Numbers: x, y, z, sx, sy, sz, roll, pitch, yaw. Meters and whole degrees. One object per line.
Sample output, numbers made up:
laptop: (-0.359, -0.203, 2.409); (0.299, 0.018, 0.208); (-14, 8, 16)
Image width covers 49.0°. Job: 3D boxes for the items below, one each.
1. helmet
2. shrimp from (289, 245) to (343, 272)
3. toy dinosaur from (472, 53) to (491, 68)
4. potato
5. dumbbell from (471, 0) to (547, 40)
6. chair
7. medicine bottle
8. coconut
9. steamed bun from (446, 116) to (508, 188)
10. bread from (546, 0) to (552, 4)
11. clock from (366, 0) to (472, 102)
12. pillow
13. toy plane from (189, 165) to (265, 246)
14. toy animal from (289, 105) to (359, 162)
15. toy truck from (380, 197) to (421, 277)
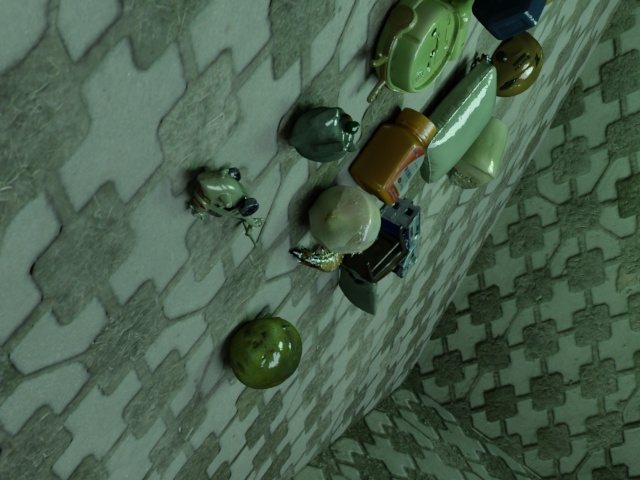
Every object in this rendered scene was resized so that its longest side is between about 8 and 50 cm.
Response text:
helmet: (0.611, -0.533, 2.183); (0.224, 0.130, 0.198); (-55, 156, 1)
shrimp: (0.003, 0.001, 1.766); (0.195, 0.035, 0.148); (19, 92, -49)
toy dinosaur: (0.470, -0.489, 2.046); (0.049, 0.055, 0.154); (-50, 156, -23)
potato: (-0.131, 0.283, 1.760); (0.228, 0.148, 0.197); (81, 33, -57)
dumbbell: (0.316, -0.536, 1.367); (0.325, 0.144, 0.160); (30, 85, -45)
chair: (0.139, 0.056, 1.992); (0.186, 0.160, 0.319); (-48, 155, -16)
medicine bottle: (0.187, -0.214, 1.756); (0.222, 0.112, 0.149); (-54, 159, -3)
coconut: (0.054, -0.044, 1.645); (0.171, 0.171, 0.183); (-61, 162, 13)
steamed bun: (0.494, -0.302, 2.266); (0.226, 0.170, 0.200); (-68, -166, -14)
bread: (0.555, -0.718, 1.816); (0.246, 0.111, 0.239); (-39, 150, -32)
clock: (0.209, -0.423, 1.521); (0.308, 0.096, 0.235); (-46, 157, -22)
pillow: (0.389, -0.332, 2.007); (0.322, 0.119, 0.255); (-49, 158, -10)
toy plane: (-0.161, -0.060, 1.282); (0.108, 0.092, 0.286); (-35, 159, 7)
toy animal: (0.015, -0.219, 1.431); (0.236, 0.138, 0.108); (-64, 143, -79)
toy truck: (0.238, -0.008, 2.157); (0.155, 0.124, 0.268); (-54, 158, -18)
